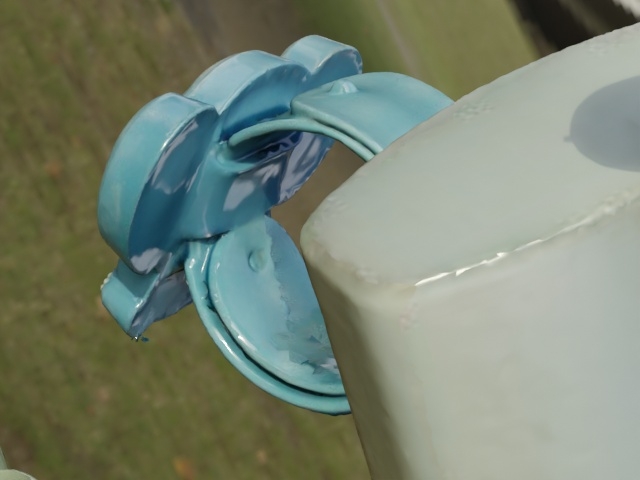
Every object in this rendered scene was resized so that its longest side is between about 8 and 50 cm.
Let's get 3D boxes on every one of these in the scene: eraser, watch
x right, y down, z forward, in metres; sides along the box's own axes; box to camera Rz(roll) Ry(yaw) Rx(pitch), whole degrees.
[{"bbox_3d":[0.109,0.072,0.798,0.104,0.189,0.290,49,-19,48],"label":"eraser"},{"bbox_3d":[0.000,0.000,1.062,0.193,0.211,0.211,34,-6,21],"label":"watch"}]

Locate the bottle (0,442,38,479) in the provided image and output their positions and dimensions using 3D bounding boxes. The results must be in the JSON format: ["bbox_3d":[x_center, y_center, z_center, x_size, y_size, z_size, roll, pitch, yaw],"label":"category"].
[{"bbox_3d":[-0.249,0.173,1.067,0.352,0.229,0.229,61,6,-1],"label":"bottle"}]
